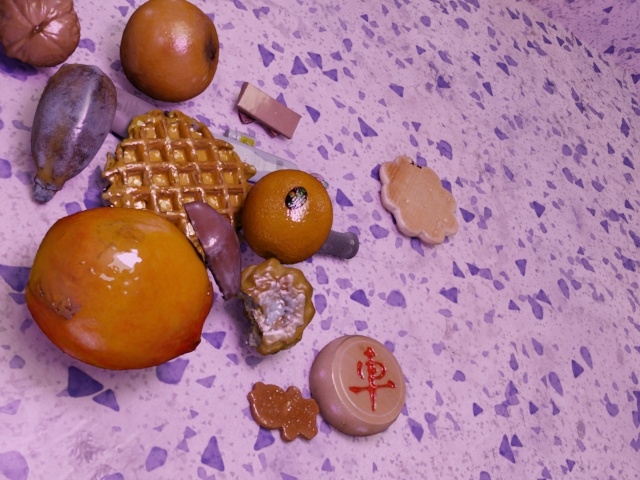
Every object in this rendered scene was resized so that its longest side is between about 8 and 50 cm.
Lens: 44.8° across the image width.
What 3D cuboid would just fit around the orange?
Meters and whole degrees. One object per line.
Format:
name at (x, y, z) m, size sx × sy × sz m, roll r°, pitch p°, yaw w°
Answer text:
orange at (-0.079, -0.058, 1.850) m, size 0.236 × 0.236 × 0.236 m, roll 20°, pitch 53°, yaw -28°

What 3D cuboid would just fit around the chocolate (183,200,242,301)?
chocolate at (-0.214, 0.016, 1.653) m, size 0.083 × 0.261 × 0.161 m, roll -23°, pitch 61°, yaw -9°

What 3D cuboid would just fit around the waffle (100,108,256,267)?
waffle at (-0.325, -0.128, 1.853) m, size 0.382 × 0.095 × 0.379 m, roll 37°, pitch 54°, yaw -19°

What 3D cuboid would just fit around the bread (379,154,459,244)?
bread at (0.301, -0.122, 2.389) m, size 0.316 × 0.054 × 0.316 m, roll 21°, pitch 51°, yaw -28°

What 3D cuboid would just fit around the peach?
peach at (-0.387, 0.090, 1.542) m, size 0.373 × 0.290 × 0.372 m, roll 24°, pitch 18°, yaw -8°

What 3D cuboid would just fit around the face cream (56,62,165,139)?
face cream at (-0.490, -0.317, 1.872) m, size 0.314 × 0.089 × 0.143 m, roll 27°, pitch 55°, yaw -30°

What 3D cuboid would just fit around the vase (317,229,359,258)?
vase at (0.000, 0.000, 2.052) m, size 0.219 × 0.096 × 0.096 m, roll 10°, pitch 58°, yaw -37°

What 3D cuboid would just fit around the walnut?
walnut at (-0.648, -0.494, 1.780) m, size 0.213 × 0.213 × 0.213 m, roll 20°, pitch 53°, yaw -28°

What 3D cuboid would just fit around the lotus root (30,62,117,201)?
lotus root at (-0.546, -0.238, 1.692) m, size 0.158 × 0.140 × 0.322 m, roll 26°, pitch 68°, yaw -31°

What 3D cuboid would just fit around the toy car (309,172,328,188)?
toy car at (-0.017, -0.115, 2.134) m, size 0.069 × 0.055 × 0.142 m, roll 7°, pitch 73°, yaw -34°

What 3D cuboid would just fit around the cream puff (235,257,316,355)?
cream puff at (-0.108, 0.151, 1.812) m, size 0.195 × 0.195 × 0.221 m, roll -11°, pitch 91°, yaw -42°

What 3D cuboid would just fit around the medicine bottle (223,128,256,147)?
medicine bottle at (-0.216, -0.267, 2.077) m, size 0.083 × 0.047 × 0.047 m, roll 17°, pitch 54°, yaw -30°

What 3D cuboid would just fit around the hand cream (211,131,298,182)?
hand cream at (-0.201, -0.209, 2.042) m, size 0.321 × 0.067 × 0.109 m, roll 15°, pitch 76°, yaw -29°

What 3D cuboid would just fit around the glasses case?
glasses case at (-0.158, -0.347, 2.172) m, size 0.193 × 0.070 × 0.102 m, roll 29°, pitch 77°, yaw -24°

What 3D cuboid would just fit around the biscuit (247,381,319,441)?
biscuit at (-0.082, 0.395, 1.781) m, size 0.184 × 0.027 × 0.133 m, roll 12°, pitch 57°, yaw -31°

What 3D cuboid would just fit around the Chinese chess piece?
Chinese chess piece at (0.094, 0.351, 1.898) m, size 0.251 × 0.097 × 0.251 m, roll 19°, pitch 54°, yaw -28°

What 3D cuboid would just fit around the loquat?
loquat at (-0.370, -0.477, 1.941) m, size 0.263 × 0.263 × 0.263 m, roll 20°, pitch 53°, yaw -28°
